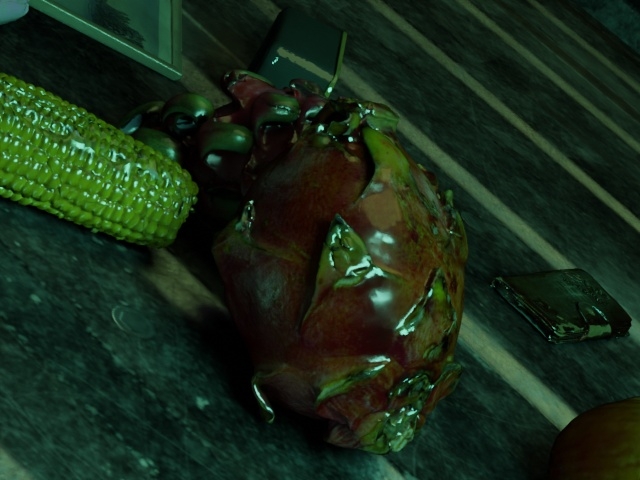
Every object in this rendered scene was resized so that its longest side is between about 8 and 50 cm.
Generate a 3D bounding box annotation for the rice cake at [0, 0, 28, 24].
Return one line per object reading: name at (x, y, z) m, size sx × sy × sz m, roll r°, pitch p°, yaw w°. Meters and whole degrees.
rice cake at (-0.386, -0.244, 1.646) m, size 0.049 × 0.055 × 0.270 m, roll 43°, pitch 22°, yaw 6°

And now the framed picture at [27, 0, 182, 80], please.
framed picture at (-0.270, -0.313, 1.984) m, size 0.213 × 0.016 × 0.289 m, roll 27°, pitch 24°, yaw -19°

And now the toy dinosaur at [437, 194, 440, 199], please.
toy dinosaur at (0.058, -0.058, 1.841) m, size 0.055 × 0.101 × 0.279 m, roll -8°, pitch 37°, yaw -44°

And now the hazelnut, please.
hazelnut at (0.340, 0.234, 1.561) m, size 0.212 × 0.181 × 0.181 m, roll 1°, pitch 42°, yaw -52°

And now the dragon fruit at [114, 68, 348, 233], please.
dragon fruit at (-0.063, -0.091, 1.618) m, size 0.273 × 0.198 × 0.218 m, roll 28°, pitch 33°, yaw -15°

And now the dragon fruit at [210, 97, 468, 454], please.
dragon fruit at (0.020, 0.030, 1.429) m, size 0.250 × 0.315 × 0.250 m, roll -9°, pitch 10°, yaw 2°

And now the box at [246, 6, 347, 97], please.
box at (-0.043, -0.192, 1.904) m, size 0.090 × 0.144 × 0.201 m, roll 29°, pitch 25°, yaw -8°

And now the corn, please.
corn at (-0.261, -0.085, 1.448) m, size 0.318 × 0.115 × 0.115 m, roll 23°, pitch 26°, yaw -27°

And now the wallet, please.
wallet at (0.318, 0.081, 2.014) m, size 0.122 × 0.031 × 0.232 m, roll 45°, pitch 24°, yaw 26°
